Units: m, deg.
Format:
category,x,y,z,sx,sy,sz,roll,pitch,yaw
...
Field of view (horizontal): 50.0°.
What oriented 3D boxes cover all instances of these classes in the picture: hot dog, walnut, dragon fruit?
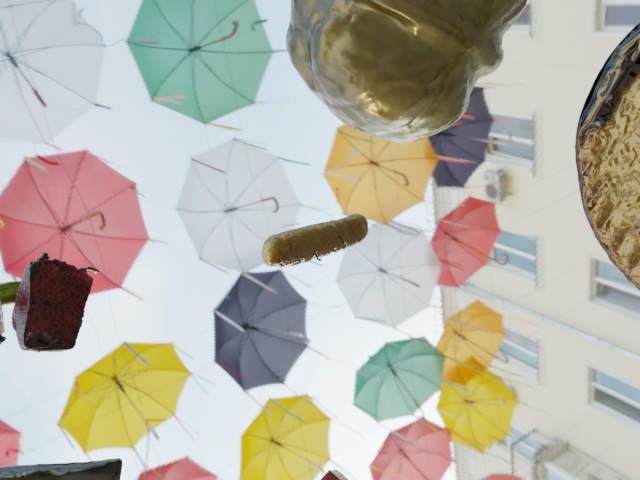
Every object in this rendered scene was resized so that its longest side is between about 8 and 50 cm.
category,x,y,z,sx,sy,sz,roll,pitch,yaw
hot dog,-0.002,-0.003,1.491,0.286,0.061,0.088,-22,-59,-37
walnut,0.099,-0.276,0.835,0.282,0.277,0.253,-42,-47,-4
dragon fruit,-0.407,0.104,1.033,0.102,0.096,0.147,18,-115,-26

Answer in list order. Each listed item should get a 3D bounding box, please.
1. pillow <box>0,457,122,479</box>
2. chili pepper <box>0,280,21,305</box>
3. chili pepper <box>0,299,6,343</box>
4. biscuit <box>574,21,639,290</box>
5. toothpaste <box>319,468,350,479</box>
category,x,y,z,sx,sy,sz,roll,pitch,yaw
pillow,-0.349,0.374,0.817,0.208,0.052,0.212,1,-116,-12
chili pepper,-0.474,0.087,1.052,0.208,0.043,0.049,2,-67,-35
chili pepper,-0.406,0.010,0.698,0.136,0.144,0.253,-9,-71,-36
biscuit,0.366,-0.068,0.579,0.040,0.318,0.318,-16,-66,-37
toothpaste,0.122,0.480,1.052,0.066,0.320,0.076,-52,-18,-8
